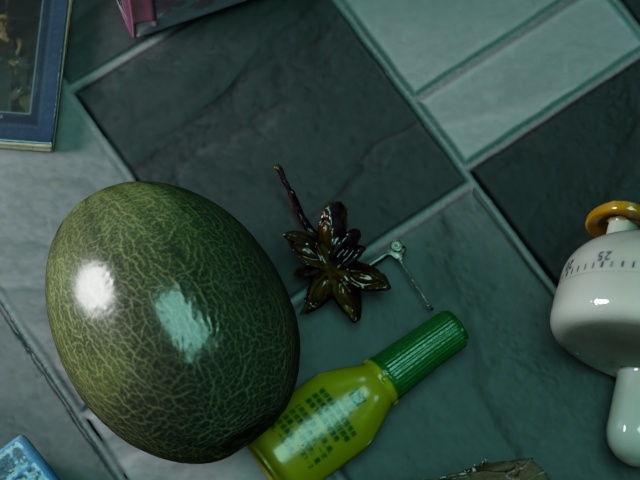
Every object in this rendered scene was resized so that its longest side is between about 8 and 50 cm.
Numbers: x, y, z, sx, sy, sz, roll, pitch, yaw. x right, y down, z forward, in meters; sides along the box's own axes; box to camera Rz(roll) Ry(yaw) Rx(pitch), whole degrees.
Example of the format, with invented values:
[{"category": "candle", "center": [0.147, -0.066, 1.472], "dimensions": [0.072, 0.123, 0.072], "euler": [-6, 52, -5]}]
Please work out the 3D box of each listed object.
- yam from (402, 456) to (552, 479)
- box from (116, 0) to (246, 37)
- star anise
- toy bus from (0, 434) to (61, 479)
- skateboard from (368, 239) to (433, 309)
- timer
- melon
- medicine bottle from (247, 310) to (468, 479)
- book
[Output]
[{"category": "yam", "center": [0.097, 0.354, 1.811], "dimensions": [0.348, 0.241, 0.241], "euler": [-15, 74, -12]}, {"category": "box", "center": [-0.056, -0.354, 2.037], "dimensions": [0.369, 0.190, 0.112], "euler": [-21, 76, -10]}, {"category": "star anise", "center": [0.000, 0.000, 1.990], "dimensions": [0.097, 0.070, 0.191], "euler": [-29, 91, 26]}, {"category": "toy bus", "center": [-0.270, 0.323, 1.858], "dimensions": [0.133, 0.116, 0.234], "euler": [-37, 77, -16]}, {"category": "skateboard", "center": [0.084, 0.049, 2.006], "dimensions": [0.064, 0.032, 0.083], "euler": [-35, 76, -2]}, {"category": "timer", "center": [0.349, 0.100, 1.900], "dimensions": [0.233, 0.233, 0.240], "euler": [16, 71, 2]}, {"category": "melon", "center": [-0.154, 0.077, 1.875], "dimensions": [0.237, 0.237, 0.302], "euler": [-31, 72, -11]}, {"category": "medicine bottle", "center": [0.044, 0.164, 1.948], "dimensions": [0.260, 0.064, 0.095], "euler": [-35, 80, -12]}, {"category": "book", "center": [-0.378, -0.234, 2.068], "dimensions": [0.190, 0.025, 0.269], "euler": [5, 73, -1]}]
